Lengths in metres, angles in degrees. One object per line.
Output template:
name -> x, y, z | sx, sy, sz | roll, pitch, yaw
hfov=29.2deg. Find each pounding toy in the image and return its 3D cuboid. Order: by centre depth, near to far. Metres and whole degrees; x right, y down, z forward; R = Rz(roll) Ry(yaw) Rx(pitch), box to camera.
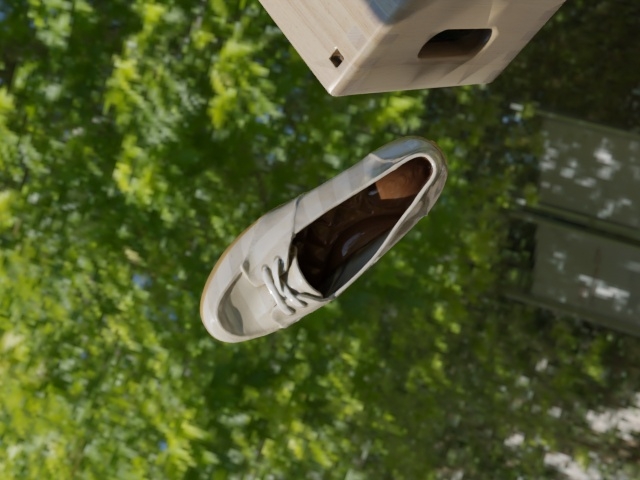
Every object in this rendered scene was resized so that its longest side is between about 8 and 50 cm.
pounding toy -> -0.010, -0.164, 0.548 | 0.181, 0.206, 0.094 | -13, -29, -49

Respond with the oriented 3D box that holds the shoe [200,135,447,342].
shoe -> 0.000, 0.000, 0.889 | 0.219, 0.076, 0.058 | -39, 11, 6
